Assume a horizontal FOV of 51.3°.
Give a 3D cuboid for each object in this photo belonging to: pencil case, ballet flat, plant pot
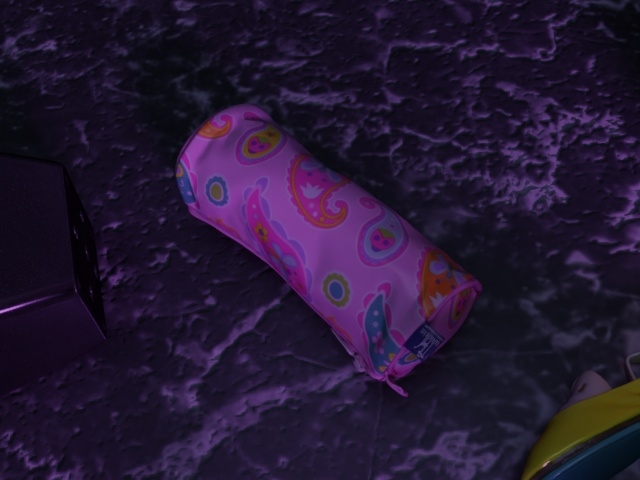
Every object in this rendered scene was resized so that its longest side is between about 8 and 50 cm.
[{"bbox_3d":[0.000,0.000,0.579,0.284,0.124,0.124,41,77,20],"label":"pencil case"},{"bbox_3d":[0.246,0.129,0.521,0.231,0.077,0.077,-21,44,-5],"label":"ballet flat"},{"bbox_3d":[-0.287,0.029,0.580,0.167,0.188,0.187,-10,64,-12],"label":"plant pot"}]
